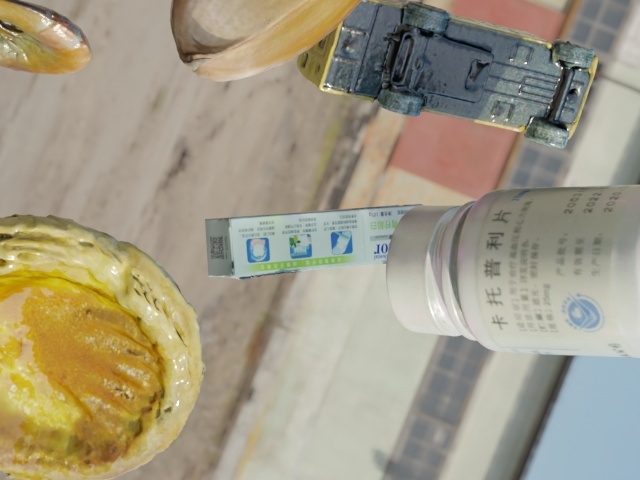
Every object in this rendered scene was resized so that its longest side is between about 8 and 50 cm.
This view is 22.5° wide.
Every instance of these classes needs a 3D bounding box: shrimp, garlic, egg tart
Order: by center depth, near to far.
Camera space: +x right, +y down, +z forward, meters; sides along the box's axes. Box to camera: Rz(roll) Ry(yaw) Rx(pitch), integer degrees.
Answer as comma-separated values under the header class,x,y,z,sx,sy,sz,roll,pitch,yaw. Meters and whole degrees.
class,x,y,z,sx,sy,sz,roll,pitch,yaw
garlic,-0.048,-0.194,1.310,0.207,0.128,0.115,-41,147,-17
shrimp,-0.360,-0.227,1.700,0.150,0.249,0.068,64,37,-63
egg tart,-0.317,0.111,1.879,0.169,0.388,0.388,-78,-173,-55

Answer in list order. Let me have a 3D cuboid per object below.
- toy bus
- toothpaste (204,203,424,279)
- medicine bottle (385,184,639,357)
class,x,y,z,sx,sy,sz,roll,pitch,yaw
toy bus,0.144,-0.196,1.788,0.123,0.336,0.121,37,-66,58
toothpaste,0.000,0.000,2.164,0.067,0.337,0.081,-1,-87,51
medicine bottle,0.223,0.029,1.606,0.170,0.293,0.170,-2,92,-55
